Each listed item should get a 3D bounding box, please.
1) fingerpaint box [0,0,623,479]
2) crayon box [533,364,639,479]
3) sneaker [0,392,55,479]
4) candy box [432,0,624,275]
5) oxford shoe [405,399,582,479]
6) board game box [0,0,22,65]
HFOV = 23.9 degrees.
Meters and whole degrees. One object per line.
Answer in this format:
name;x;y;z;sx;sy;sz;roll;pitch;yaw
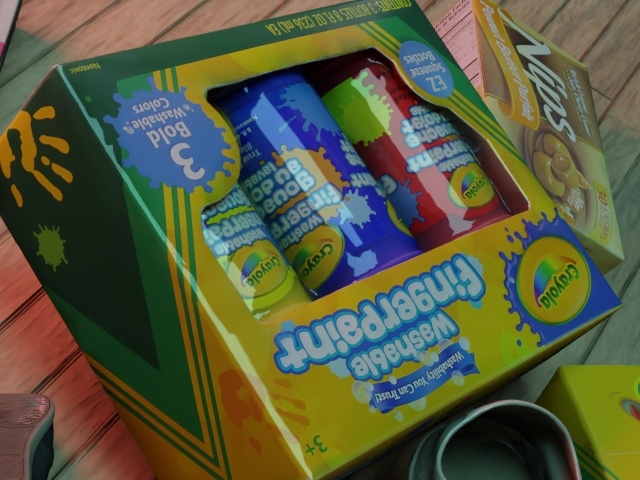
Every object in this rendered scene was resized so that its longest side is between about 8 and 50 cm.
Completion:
fingerpaint box;0.000;0.000;1.293;0.445;0.163;0.371;-20;74;-46
crayon box;0.401;0.263;1.365;0.363;0.106;0.313;3;47;-25
sneaker;-0.243;0.199;1.136;0.083;0.118;0.222;-1;17;-3
candy box;0.214;-0.108;1.616;0.183;0.087;0.316;30;37;-27
oxford shoe;0.145;0.299;1.111;0.169;0.130;0.449;13;45;-17
board game box;-0.445;-0.218;1.420;0.303;0.097;0.224;16;43;-11
